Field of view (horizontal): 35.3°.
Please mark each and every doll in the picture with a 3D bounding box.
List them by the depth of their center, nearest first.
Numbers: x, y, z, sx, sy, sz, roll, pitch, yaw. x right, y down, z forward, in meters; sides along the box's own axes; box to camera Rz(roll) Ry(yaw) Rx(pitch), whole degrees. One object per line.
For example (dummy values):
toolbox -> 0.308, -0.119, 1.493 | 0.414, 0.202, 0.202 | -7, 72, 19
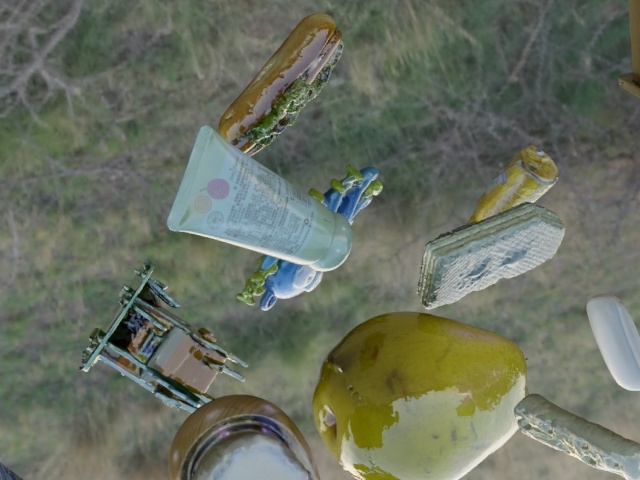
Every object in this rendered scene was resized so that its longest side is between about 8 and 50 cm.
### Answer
doll -> 0.000, 0.000, 1.878 | 0.341, 0.099, 0.346 | -49, 166, 1

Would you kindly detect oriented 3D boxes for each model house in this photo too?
model house -> -0.276, 0.209, 1.964 | 0.312, 0.243, 0.357 | 32, 173, -10

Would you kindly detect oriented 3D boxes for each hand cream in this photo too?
hand cream -> -0.075, -0.037, 1.412 | 0.093, 0.147, 0.305 | 12, 170, 45

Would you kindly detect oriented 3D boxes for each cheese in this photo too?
cheese -> 0.345, 0.264, 1.346 | 0.043, 0.194, 0.065 | -33, 127, -33

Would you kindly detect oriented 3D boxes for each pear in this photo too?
pear -> 0.157, 0.243, 1.549 | 0.336, 0.285, 0.285 | -3, 154, -43

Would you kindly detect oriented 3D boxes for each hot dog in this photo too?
hot dog -> -0.070, -0.279, 1.905 | 0.337, 0.100, 0.135 | -51, 162, -11

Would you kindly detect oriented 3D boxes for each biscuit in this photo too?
biscuit -> 0.271, 0.019, 1.558 | 0.252, 0.052, 0.150 | -21, 147, -18

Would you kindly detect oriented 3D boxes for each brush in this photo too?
brush -> -0.067, 0.325, 1.267 | 0.174, 0.166, 0.267 | -43, 115, -3

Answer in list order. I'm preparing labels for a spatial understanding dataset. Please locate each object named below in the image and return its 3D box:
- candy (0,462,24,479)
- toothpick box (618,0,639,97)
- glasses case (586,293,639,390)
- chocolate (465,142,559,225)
candy -> -0.273, 0.324, 1.041 | 0.061, 0.088, 0.312 | -35, 133, -3
toothpick box -> 0.624, -0.407, 1.721 | 0.187, 0.308, 0.190 | -12, -157, -3
glasses case -> 0.571, 0.195, 1.925 | 0.051, 0.204, 0.081 | -32, -166, -36
chocolate -> 0.312, -0.063, 1.708 | 0.085, 0.086, 0.219 | -4, 147, -31
